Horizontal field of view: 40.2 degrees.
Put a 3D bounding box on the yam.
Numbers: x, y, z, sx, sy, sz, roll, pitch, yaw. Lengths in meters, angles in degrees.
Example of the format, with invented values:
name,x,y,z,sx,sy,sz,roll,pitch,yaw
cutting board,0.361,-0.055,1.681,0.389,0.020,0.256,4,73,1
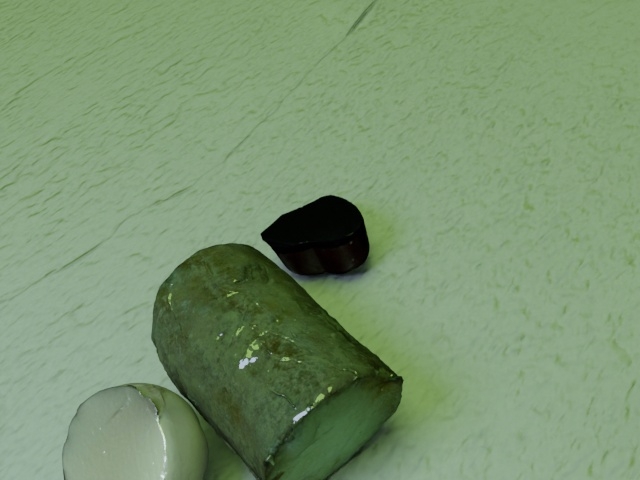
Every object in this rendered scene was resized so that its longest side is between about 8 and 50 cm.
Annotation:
name,x,y,z,sx,sy,sz,roll,pitch,yaw
yam,-0.065,0.145,1.030,0.195,0.195,0.300,-34,47,-19

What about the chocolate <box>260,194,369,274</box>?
name,x,y,z,sx,sy,sz,roll,pitch,yaw
chocolate,0.000,0.000,1.241,0.149,0.080,0.125,-8,32,16

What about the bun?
name,x,y,z,sx,sy,sz,roll,pitch,yaw
bun,-0.201,0.250,1.001,0.173,0.120,0.172,-8,73,28
